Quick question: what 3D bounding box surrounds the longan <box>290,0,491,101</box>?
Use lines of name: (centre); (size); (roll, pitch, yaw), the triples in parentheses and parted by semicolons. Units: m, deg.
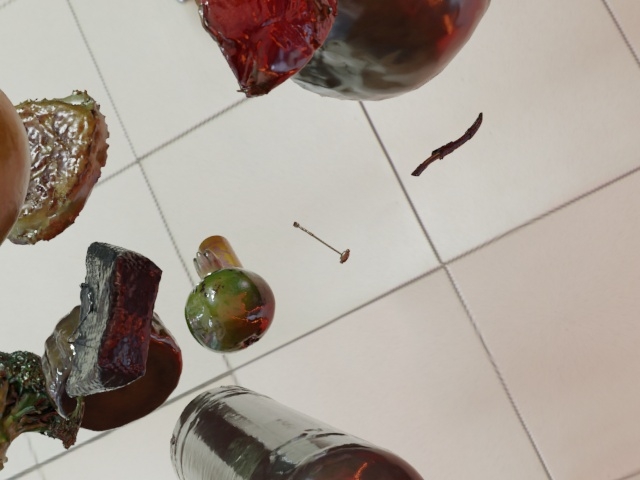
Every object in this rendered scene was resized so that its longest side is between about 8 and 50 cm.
longan: (0.078, -0.430, 1.387); (0.404, 0.436, 0.404); (4, 70, -12)

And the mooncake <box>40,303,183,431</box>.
mooncake: (-0.451, 0.259, 1.845); (0.290, 0.290, 0.161); (-50, 47, 6)

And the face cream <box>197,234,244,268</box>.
face cream: (-0.191, 0.088, 1.845); (0.078, 0.078, 0.273); (-45, 38, 8)

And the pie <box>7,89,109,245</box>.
pie: (-0.577, -0.162, 1.769); (0.288, 0.103, 0.354); (2, 69, 15)

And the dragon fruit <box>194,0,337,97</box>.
dragon fruit: (-0.051, -0.249, 0.921); (0.161, 0.120, 0.127); (-30, 44, -5)

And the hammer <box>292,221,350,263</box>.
hammer: (0.000, 0.000, 1.504); (0.123, 0.014, 0.029); (33, 90, 23)

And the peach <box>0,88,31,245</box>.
peach: (-0.521, -0.088, 1.096); (0.282, 0.315, 0.314); (15, 124, -5)

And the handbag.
handbag: (-0.357, 0.127, 1.432); (0.175, 0.089, 0.270); (-7, 71, 44)

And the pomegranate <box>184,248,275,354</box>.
pomegranate: (-0.186, 0.113, 1.650); (0.180, 0.180, 0.209); (-36, 75, 10)

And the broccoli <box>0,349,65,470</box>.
broccoli: (-0.714, 0.401, 2.026); (0.298, 0.297, 0.297); (-5, 48, 15)

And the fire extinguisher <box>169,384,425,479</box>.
fire extinguisher: (-0.017, 0.120, 0.381); (0.089, 0.268, 0.072); (-34, 99, -18)

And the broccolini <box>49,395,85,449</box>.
broccolini: (-0.449, 0.306, 1.604); (0.052, 0.194, 0.054); (-35, 113, 19)

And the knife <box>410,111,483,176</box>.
knife: (0.277, -0.201, 1.881); (0.222, 0.045, 0.021); (-40, 49, -15)
